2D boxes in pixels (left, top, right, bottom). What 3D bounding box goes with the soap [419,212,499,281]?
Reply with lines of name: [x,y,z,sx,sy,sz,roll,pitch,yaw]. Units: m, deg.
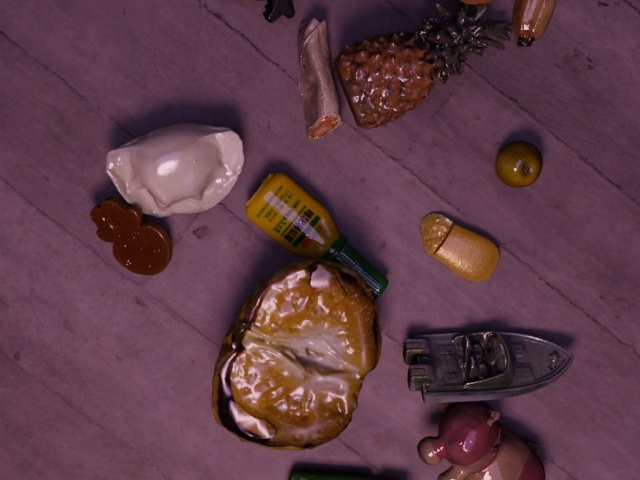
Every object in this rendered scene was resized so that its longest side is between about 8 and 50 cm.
soap: [0.263,0.015,1.478,0.169,0.033,0.089,27,93,-2]

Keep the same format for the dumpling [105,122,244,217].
dumpling: [-0.259,-0.125,1.425,0.252,0.131,0.179,-17,119,-2]

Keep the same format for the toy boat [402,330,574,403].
toy boat: [0.320,0.230,1.450,0.320,0.141,0.092,-3,133,-2]

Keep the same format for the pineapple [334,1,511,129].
pineapple: [0.196,-0.332,1.386,0.341,0.169,0.169,-25,96,-2]

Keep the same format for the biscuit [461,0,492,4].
biscuit: [0.291,-0.574,1.379,0.216,0.047,0.339,22,79,13]

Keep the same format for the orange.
orange: [-0.041,0.201,1.410,0.271,0.210,0.368,26,94,-10]

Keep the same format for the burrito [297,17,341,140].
burrito: [-0.007,-0.303,1.425,0.060,0.087,0.225,-9,94,-37]

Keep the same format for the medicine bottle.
medicine bottle: [0.000,0.000,1.456,0.309,0.076,0.111,39,102,-5]

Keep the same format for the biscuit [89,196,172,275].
biscuit: [-0.355,-0.008,1.454,0.124,0.026,0.175,-29,111,24]

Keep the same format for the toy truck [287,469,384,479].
toy truck: [0.052,0.515,1.495,0.243,0.101,0.125,5,55,1]

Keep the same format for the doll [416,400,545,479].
doll: [0.311,0.418,1.463,0.196,0.152,0.256,-45,106,-5]

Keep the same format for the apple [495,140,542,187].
apple: [0.375,-0.142,1.442,0.090,0.074,0.089,-5,112,-13]

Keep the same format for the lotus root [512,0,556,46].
lotus root: [0.395,-0.431,1.416,0.072,0.063,0.151,26,103,24]

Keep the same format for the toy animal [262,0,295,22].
toy animal: [-0.130,-0.490,1.405,0.210,0.117,0.121,24,124,21]
